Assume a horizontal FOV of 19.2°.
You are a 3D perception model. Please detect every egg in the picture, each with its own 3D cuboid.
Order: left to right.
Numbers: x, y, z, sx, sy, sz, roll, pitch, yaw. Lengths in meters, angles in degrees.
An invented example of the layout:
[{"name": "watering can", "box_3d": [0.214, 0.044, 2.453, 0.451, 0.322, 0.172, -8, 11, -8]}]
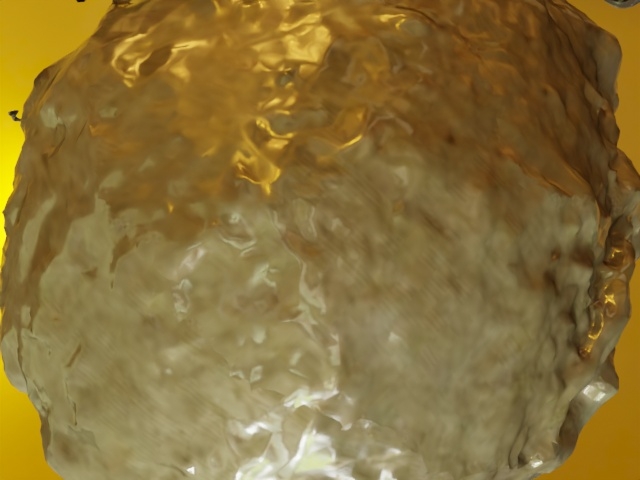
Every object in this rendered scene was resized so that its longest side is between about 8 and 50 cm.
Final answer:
[{"name": "egg", "box_3d": [0.000, 0.000, 0.803, 0.310, 0.279, 0.279, -58, -10, -15]}]

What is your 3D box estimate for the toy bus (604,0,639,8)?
[{"name": "toy bus", "box_3d": [0.198, -0.278, 1.317, 0.305, 0.143, 0.179, 25, 141, 51]}]
